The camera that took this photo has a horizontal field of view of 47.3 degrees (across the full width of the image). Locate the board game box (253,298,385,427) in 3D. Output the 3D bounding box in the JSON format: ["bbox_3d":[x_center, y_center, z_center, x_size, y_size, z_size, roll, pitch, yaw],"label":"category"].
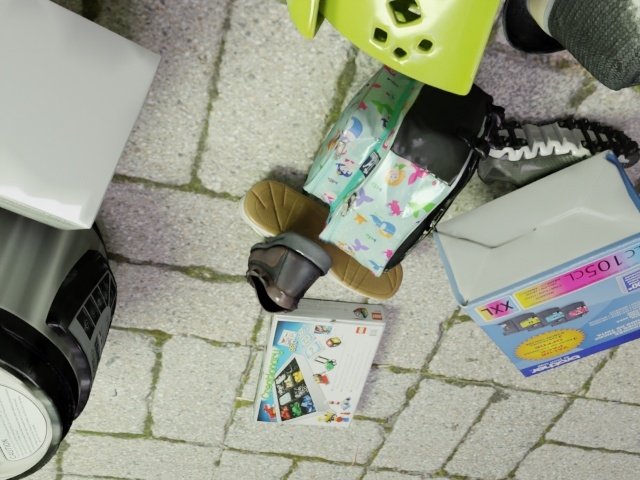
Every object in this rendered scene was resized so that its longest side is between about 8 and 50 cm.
[{"bbox_3d":[-0.010,0.231,1.336,0.193,0.053,0.305,6,131,-9],"label":"board game box"}]

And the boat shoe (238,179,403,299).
[{"bbox_3d":[0.000,0.000,1.111,0.277,0.098,0.096,33,164,-16],"label":"boat shoe"}]

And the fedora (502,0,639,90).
[{"bbox_3d":[0.359,-0.271,0.762,0.334,0.152,0.334,-24,162,-8],"label":"fedora"}]

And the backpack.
[{"bbox_3d":[0.091,-0.088,0.952,0.191,0.225,0.253,27,133,3],"label":"backpack"}]

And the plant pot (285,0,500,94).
[{"bbox_3d":[0.089,-0.316,0.739,0.207,0.228,0.227,15,134,5],"label":"plant pot"}]

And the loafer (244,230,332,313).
[{"bbox_3d":[-0.067,0.061,1.059,0.109,0.095,0.302,33,164,-5],"label":"loafer"}]

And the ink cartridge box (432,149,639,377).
[{"bbox_3d":[0.378,0.066,1.110,0.270,0.151,0.395,-25,146,19],"label":"ink cartridge box"}]

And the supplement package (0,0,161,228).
[{"bbox_3d":[-0.329,-0.136,0.815,0.198,0.199,0.262,24,171,-23],"label":"supplement package"}]

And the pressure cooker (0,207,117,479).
[{"bbox_3d":[-0.496,0.140,0.986,0.375,0.420,0.370,-34,124,24],"label":"pressure cooker"}]

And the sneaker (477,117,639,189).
[{"bbox_3d":[0.328,-0.114,1.040,0.234,0.078,0.106,2,138,-4],"label":"sneaker"}]
